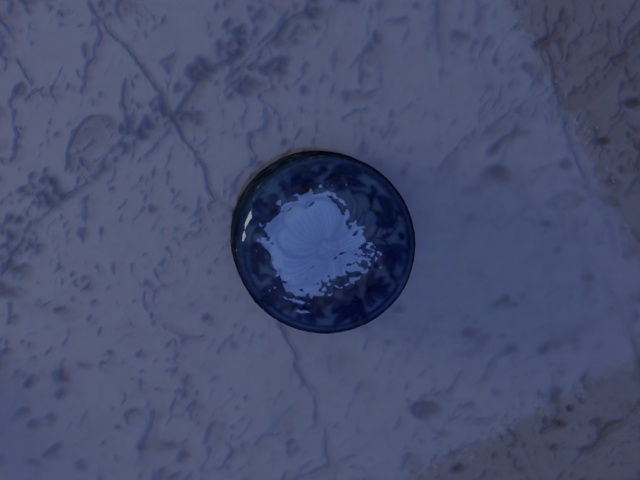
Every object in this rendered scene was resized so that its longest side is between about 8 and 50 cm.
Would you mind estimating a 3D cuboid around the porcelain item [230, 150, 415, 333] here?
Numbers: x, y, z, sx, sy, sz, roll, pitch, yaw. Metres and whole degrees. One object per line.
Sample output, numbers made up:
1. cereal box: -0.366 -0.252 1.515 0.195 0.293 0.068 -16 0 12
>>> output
1. porcelain item: 0.000 0.000 1.168 0.147 0.114 0.147 -1 96 -5
